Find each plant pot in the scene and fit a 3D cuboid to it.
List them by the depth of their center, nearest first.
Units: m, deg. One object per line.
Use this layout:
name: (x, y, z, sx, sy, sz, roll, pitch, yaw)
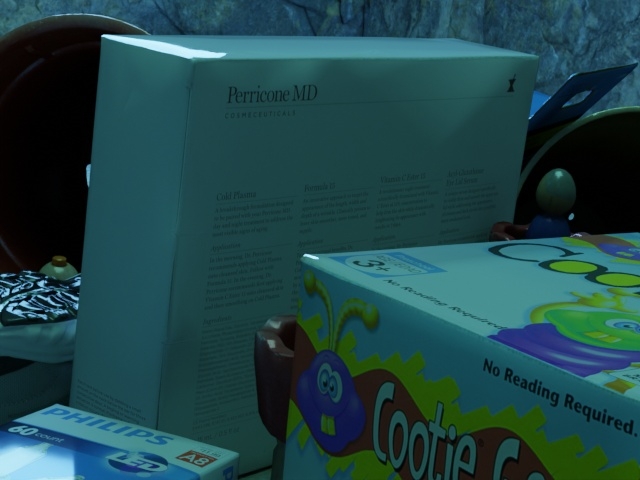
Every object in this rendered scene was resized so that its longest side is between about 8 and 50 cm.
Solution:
plant pot: (0.254, 0.008, 1.336, 0.237, 0.237, 0.254, 4, -2, -6)
plant pot: (-0.188, -0.066, 1.374, 0.272, 0.273, 0.265, 8, 4, 10)

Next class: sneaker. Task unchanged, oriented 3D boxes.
sneaker: (-0.153, 0.076, 1.039, 0.100, 0.108, 0.271, 22, 18, 36)

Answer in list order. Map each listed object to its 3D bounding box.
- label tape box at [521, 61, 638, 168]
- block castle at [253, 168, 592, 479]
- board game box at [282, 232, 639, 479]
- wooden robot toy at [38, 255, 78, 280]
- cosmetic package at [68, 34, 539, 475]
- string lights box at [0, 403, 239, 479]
label tape box: (0.118, -0.073, 1.336, 0.106, 0.334, 0.240, 46, 24, 11)
block castle: (0.181, 0.088, 0.888, 0.303, 0.213, 0.453, 11, 13, 25)
board game box: (0.076, 0.149, 0.415, 0.142, 0.275, 0.144, -3, 15, -35)
wooden robot toy: (-0.207, 0.054, 1.186, 0.173, 0.079, 0.076, 1, 13, -16)
cosmetic package: (0.000, 0.000, 1.032, 0.097, 0.285, 0.377, 21, 19, 38)
string lights box: (-0.164, 0.160, 0.721, 0.133, 0.077, 0.259, 10, 13, 26)
